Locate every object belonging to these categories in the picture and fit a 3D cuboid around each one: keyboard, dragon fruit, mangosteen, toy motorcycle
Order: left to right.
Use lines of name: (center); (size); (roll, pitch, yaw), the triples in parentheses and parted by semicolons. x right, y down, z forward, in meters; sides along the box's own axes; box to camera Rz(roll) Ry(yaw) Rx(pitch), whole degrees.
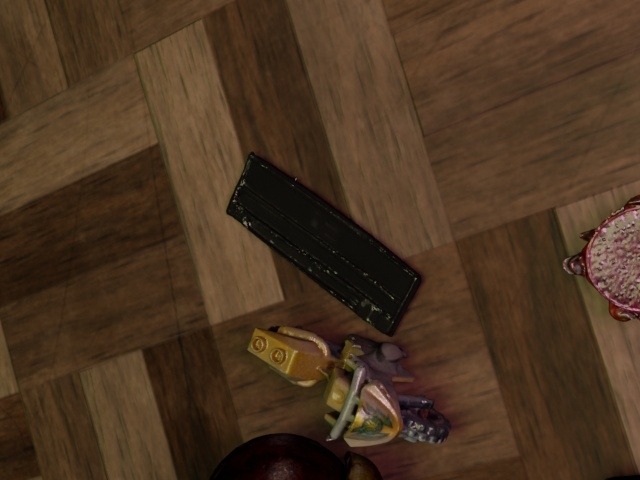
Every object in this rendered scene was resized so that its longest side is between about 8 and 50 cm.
mangosteen: (-0.030, 0.295, 1.320); (0.210, 0.210, 0.209); (3, 96, 33)
keyboard: (0.000, 0.000, 1.371); (0.250, 0.017, 0.087); (37, 114, 26)
toy motorcycle: (0.021, 0.143, 1.301); (0.229, 0.130, 0.094); (28, 107, 29)
dragon fruit: (0.295, 0.013, 1.151); (0.126, 0.068, 0.112); (-40, 89, 16)

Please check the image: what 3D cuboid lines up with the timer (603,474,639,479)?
timer: (0.342, 0.277, 1.149); (0.187, 0.055, 0.144); (-14, 86, 38)
